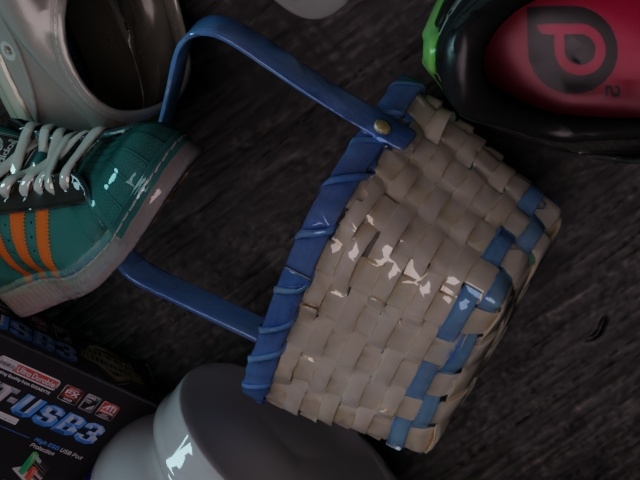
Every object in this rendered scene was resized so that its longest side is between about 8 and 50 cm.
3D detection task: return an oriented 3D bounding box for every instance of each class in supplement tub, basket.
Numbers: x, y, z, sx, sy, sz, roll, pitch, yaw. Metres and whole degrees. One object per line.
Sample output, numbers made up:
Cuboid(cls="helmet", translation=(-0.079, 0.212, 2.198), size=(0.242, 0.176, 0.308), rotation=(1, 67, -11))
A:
Cuboid(cls="supplement tub", translation=(-0.106, 0.282, 1.457), size=(0.241, 0.241, 0.331), rotation=(36, 111, 2))
Cuboid(cls="basket", translation=(0.000, 0.000, 1.351), size=(0.289, 0.201, 0.255), rotation=(28, 136, 2))

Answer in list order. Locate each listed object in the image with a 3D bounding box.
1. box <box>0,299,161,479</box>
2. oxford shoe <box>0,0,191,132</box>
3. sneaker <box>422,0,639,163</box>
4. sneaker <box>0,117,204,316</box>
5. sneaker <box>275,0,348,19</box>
Cuboid(cls="box", translation=(-0.323, 0.163, 1.474), size=(0.295, 0.073, 0.293), rotation=(28, 109, -33))
Cuboid(cls="oxford shoe", translation=(-0.219, -0.258, 1.355), size=(0.130, 0.169, 0.449), rotation=(-10, 113, 46))
Cuboid(cls="sneaker", translation=(0.301, -0.115, 1.253), size=(0.482, 0.202, 0.185), rotation=(-4, 106, 16))
Cuboid(cls="sneaker", translation=(-0.191, -0.031, 1.326), size=(0.121, 0.108, 0.302), rotation=(42, 149, -14))
Cuboid(cls="sneaker", translation=(-0.061, -0.297, 1.356), size=(0.104, 0.147, 0.296), rotation=(-34, 128, -5))
